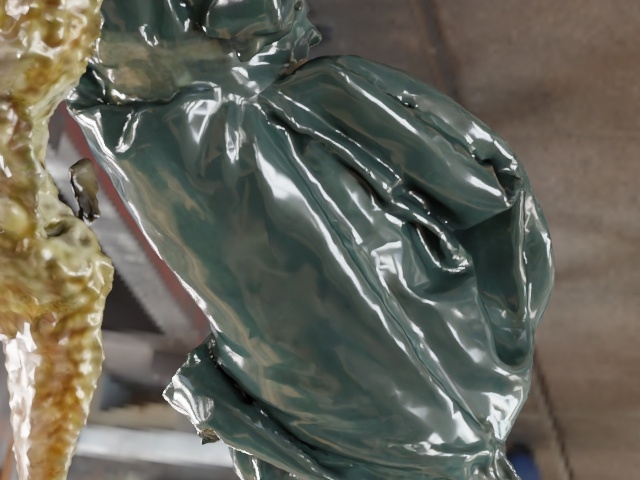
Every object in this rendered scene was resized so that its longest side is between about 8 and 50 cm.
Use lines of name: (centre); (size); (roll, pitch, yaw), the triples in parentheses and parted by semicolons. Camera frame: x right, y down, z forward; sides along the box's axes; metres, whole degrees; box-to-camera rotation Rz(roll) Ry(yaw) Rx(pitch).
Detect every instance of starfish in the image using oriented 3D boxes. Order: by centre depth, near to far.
starfish: (-0.117, -0.042, 0.434); (0.138, 0.247, 0.050); (9, -164, 20)

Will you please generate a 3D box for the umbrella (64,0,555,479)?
umbrella: (-0.002, 0.000, 0.537); (0.143, 0.094, 0.349); (-25, 107, 21)
